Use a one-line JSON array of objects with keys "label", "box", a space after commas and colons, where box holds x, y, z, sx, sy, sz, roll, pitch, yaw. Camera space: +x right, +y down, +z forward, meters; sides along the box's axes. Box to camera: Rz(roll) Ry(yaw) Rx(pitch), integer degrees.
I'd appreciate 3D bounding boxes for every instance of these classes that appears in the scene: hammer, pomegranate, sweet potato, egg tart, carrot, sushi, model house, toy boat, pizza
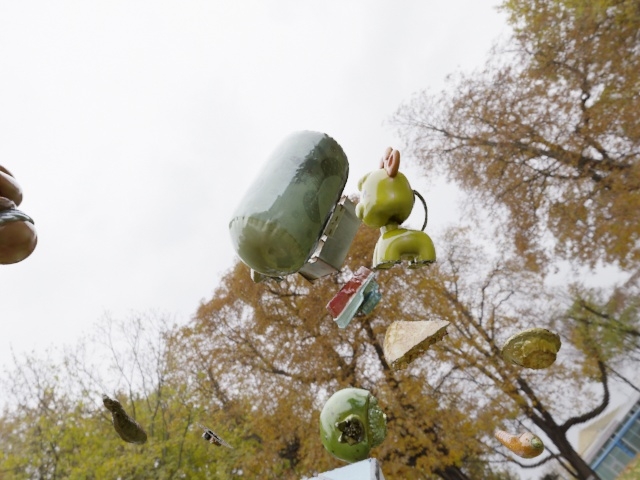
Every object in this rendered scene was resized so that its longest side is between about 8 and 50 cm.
[{"label": "hammer", "box": [-0.063, -0.004, 0.598, 0.201, 0.113, 0.305, -61, 1, -34]}, {"label": "pomegranate", "box": [0.114, 0.666, 1.484, 0.260, 0.260, 0.340, -43, -24, -6]}, {"label": "sweet potato", "box": [-0.365, 0.345, 0.770, 0.038, 0.041, 0.153, -42, -50, -34]}, {"label": "egg tart", "box": [0.456, 0.242, 0.884, 0.129, 0.049, 0.128, 0, -52, 0]}, {"label": "carrot", "box": [0.550, 0.568, 1.146, 0.062, 0.066, 0.271, -61, -16, -20]}, {"label": "sushi", "box": [-0.348, 0.644, 1.330, 0.026, 0.126, 0.120, -54, -27, -23]}, {"label": "model house", "box": [0.000, 0.000, 1.528, 0.169, 0.244, 0.326, 38, -126, -16]}, {"label": "toy boat", "box": [0.121, 0.206, 1.388, 0.145, 0.133, 0.332, -52, -8, 24]}, {"label": "pizza", "box": [0.265, 0.267, 1.111, 0.199, 0.188, 0.062, -26, -70, 24]}]

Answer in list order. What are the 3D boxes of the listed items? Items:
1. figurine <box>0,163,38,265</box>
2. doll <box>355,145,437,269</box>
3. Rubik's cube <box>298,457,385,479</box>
[{"label": "figurine", "box": [-0.808, -0.123, 0.885, 0.388, 0.277, 0.248, 81, -158, -64]}, {"label": "doll", "box": [0.130, -0.057, 0.732, 0.136, 0.220, 0.143, -5, -14, -3]}, {"label": "Rubik's cube", "box": [0.012, 0.442, 0.510, 0.205, 0.205, 0.207, -19, -90, 7]}]
